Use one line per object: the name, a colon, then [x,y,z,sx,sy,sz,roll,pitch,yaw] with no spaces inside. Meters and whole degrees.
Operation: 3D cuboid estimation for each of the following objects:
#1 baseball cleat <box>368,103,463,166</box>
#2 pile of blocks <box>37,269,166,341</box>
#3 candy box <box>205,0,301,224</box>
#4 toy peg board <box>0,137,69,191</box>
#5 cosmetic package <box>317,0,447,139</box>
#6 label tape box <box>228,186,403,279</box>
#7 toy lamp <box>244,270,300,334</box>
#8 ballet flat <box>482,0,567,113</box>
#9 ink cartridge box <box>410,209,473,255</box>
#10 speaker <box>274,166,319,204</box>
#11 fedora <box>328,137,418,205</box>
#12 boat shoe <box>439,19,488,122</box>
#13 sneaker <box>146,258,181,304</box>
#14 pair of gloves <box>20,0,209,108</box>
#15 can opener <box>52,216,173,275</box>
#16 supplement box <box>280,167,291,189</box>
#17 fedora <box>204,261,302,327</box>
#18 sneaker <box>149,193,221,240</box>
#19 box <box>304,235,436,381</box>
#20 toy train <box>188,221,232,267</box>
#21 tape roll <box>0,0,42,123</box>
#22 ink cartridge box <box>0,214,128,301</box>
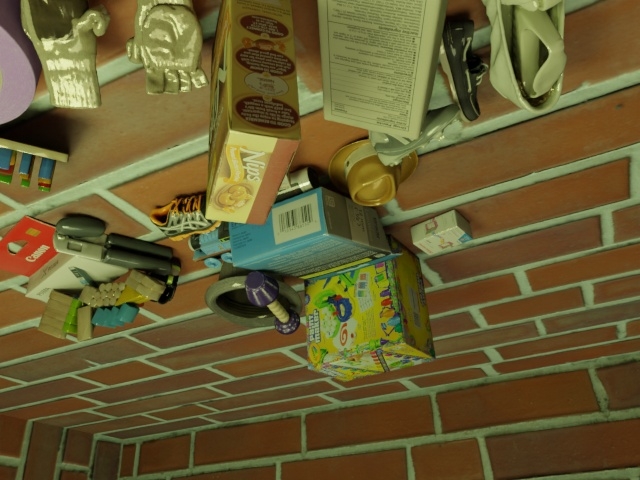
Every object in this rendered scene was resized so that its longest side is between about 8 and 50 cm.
baseball cleat: [0.148,-0.199,0.973,0.109,0.072,0.206,51,145,-5]
pile of blocks: [-0.528,0.178,1.409,0.363,0.148,0.113,-14,158,19]
candy box: [-0.096,-0.202,0.750,0.088,0.316,0.183,6,148,-17]
toy peg board: [-0.533,-0.134,0.981,0.161,0.079,0.161,12,-177,-25]
cosmetic package: [0.087,-0.293,0.773,0.160,0.113,0.309,15,153,10]
label tape box: [0.000,0.000,1.284,0.249,0.115,0.348,-18,163,30]
toy lamp: [-0.116,0.149,1.346,0.080,0.080,0.274,-8,152,8]
ballet flat: [0.289,-0.322,0.759,0.139,0.139,0.400,-12,149,15]
ink cartridge box: [0.295,-0.017,1.370,0.123,0.052,0.089,-23,145,32]
speaker: [-0.071,-0.109,1.174,0.136,0.055,0.055,-17,147,22]
fedora: [0.109,-0.126,1.137,0.195,0.079,0.194,-3,149,-2]
boat shoe: [0.240,-0.269,0.909,0.065,0.075,0.206,-13,144,22]
sneaker: [-0.437,0.131,1.506,0.084,0.097,0.234,11,147,-22]
pair of gloves: [-0.287,-0.294,0.783,0.240,0.042,0.204,-7,123,-3]
can opener: [-0.478,0.013,1.323,0.284,0.075,0.095,16,145,-32]
supplement box: [-0.085,-0.151,1.091,0.036,0.062,0.098,-9,150,6]
fedora: [-0.176,0.123,1.492,0.244,0.124,0.275,-17,147,22]
sneaker: [-0.283,-0.060,1.213,0.215,0.084,0.083,-22,140,31]
box: [0.119,0.185,1.465,0.279,0.289,0.177,-21,146,28]
toy train: [-0.229,0.003,1.333,0.184,0.080,0.105,-15,139,23]
tape roll: [-0.544,-0.284,0.791,0.275,0.090,0.274,-3,150,-2]
ink cartridge box: [-0.670,0.067,1.406,0.296,0.066,0.261,-29,143,36]
